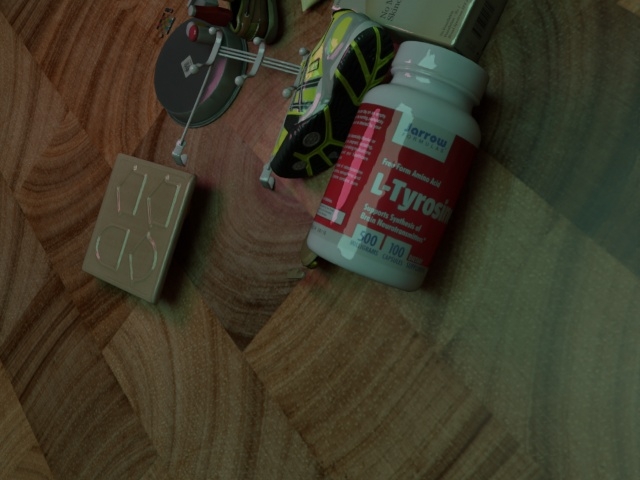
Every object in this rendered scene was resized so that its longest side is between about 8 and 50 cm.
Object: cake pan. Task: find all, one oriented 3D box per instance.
[{"bbox_3d":[-0.310,-0.430,1.765,0.293,0.054,0.293,-8,76,34],"label":"cake pan"}]

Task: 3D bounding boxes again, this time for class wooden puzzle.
[{"bbox_3d":[-0.443,-0.034,1.763,0.348,0.080,0.322,18,90,41],"label":"wooden puzzle"},{"bbox_3d":[-0.417,-0.585,1.900,0.049,0.006,0.083,33,99,35],"label":"wooden puzzle"}]

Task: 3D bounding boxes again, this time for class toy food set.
[{"bbox_3d":[0.000,0.000,1.436,0.192,0.038,0.132,-65,16,-9],"label":"toy food set"},{"bbox_3d":[-0.273,-0.540,1.617,0.232,0.104,0.111,-43,56,45],"label":"toy food set"}]

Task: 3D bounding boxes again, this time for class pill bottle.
[{"bbox_3d":[0.148,-0.133,1.276,0.229,0.229,0.407,24,94,36],"label":"pill bottle"}]

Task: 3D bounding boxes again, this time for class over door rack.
[{"bbox_3d":[-0.179,-0.298,1.562,0.239,0.108,0.324,17,89,11],"label":"over door rack"}]

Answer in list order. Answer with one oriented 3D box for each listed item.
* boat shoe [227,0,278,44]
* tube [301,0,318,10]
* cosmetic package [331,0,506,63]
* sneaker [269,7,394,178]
[{"bbox_3d":[-0.176,-0.610,1.661,0.111,0.104,0.307,-40,56,49],"label":"boat shoe"},{"bbox_3d":[0.045,-0.598,1.555,0.240,0.062,0.070,-19,29,35],"label":"tube"},{"bbox_3d":[0.191,-0.469,1.391,0.309,0.113,0.160,28,97,34],"label":"cosmetic package"},{"bbox_3d":[0.010,-0.291,1.450,0.384,0.145,0.147,-54,47,28],"label":"sneaker"}]
